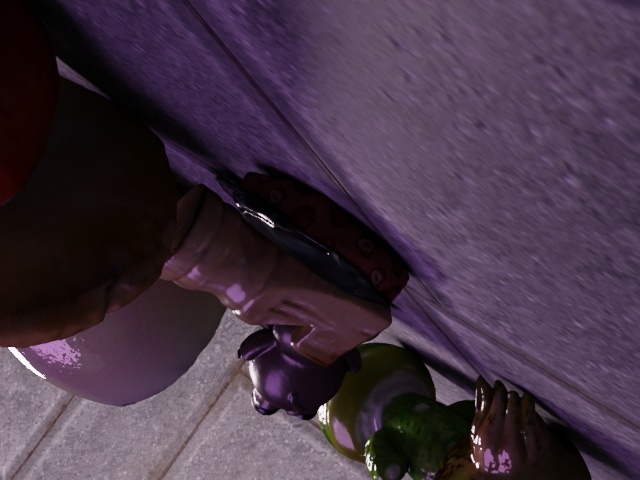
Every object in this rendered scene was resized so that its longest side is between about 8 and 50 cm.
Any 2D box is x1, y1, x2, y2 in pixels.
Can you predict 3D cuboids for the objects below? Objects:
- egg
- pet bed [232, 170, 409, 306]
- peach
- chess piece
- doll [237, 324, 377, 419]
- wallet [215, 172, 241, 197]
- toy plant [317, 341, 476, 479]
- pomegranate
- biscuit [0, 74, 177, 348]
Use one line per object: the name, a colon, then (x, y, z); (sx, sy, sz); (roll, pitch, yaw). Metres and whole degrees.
egg: (-0.357, 0.033, 1.920); (0.340, 0.354, 0.354); (37, 174, -38)
pet bed: (0.000, 0.000, 1.283); (0.201, 0.053, 0.201); (36, 174, 5)
peach: (-0.378, -0.157, 1.273); (0.281, 0.238, 0.281); (63, 179, 1)
chess piece: (-0.057, 0.053, 1.573); (0.301, 0.137, 0.137); (30, 175, -20)
doll: (-0.019, 0.146, 1.752); (0.182, 0.257, 0.117); (6, -140, -11)
wallet: (-0.034, -0.012, 1.495); (0.196, 0.020, 0.103); (34, 173, 8)
toy plant: (0.131, 0.267, 1.846); (0.316, 0.224, 0.184); (21, 124, 59)
pomegranate: (0.251, 0.300, 1.589); (0.204, 0.276, 0.222); (16, -152, -11)
biscuit: (-0.380, -0.057, 1.450); (0.446, 0.429, 0.104); (16, 132, -4)
